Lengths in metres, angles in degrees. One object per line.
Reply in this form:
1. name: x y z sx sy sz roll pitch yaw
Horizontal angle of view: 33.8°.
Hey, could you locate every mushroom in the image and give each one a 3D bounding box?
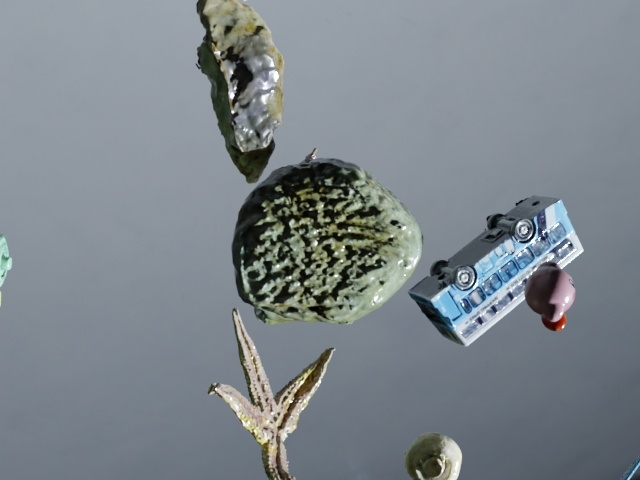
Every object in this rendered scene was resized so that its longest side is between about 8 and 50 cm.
1. mushroom: 0.162 0.318 1.513 0.083 0.067 0.083 1 96 11

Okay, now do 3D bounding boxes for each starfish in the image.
1. starfish: -0.093 0.363 2.237 0.132 0.398 0.384 -17 120 34

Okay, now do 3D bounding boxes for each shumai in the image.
1. shumai: 0.000 0.000 1.448 0.261 0.222 0.225 -20 94 0

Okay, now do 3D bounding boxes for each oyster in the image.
1. oyster: -0.126 -0.254 1.805 0.166 0.110 0.341 -11 110 -34

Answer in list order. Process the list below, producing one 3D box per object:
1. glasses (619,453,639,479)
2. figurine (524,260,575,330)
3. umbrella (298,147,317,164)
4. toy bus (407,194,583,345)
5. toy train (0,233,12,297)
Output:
1. glasses: 0.398 0.341 1.239 0.189 0.220 0.088 45 134 -7
2. figurine: 0.304 0.071 1.396 0.067 0.083 0.071 -7 135 13
3. umbrella: -0.034 -0.132 1.994 0.027 0.165 0.025 33 127 -2
4. toy bus: 0.304 0.047 1.818 0.297 0.106 0.131 -38 108 -13
5. toy train: -0.690 0.127 1.920 0.179 0.442 0.272 5 94 -3
